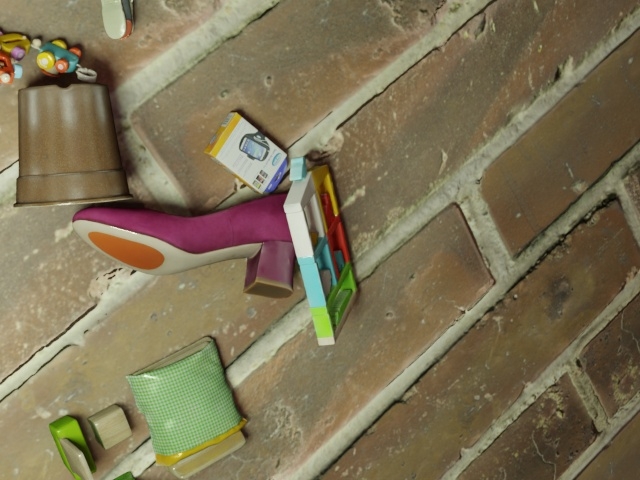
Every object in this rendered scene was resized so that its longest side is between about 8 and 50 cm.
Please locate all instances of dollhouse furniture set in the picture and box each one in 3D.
[{"bbox_3d":[-0.237,0.311,1.615,0.301,0.151,0.198,-27,113,-26],"label":"dollhouse furniture set"}]

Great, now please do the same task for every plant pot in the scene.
[{"bbox_3d":[-0.356,-0.134,1.456,0.167,0.167,0.165,-8,96,-31],"label":"plant pot"}]

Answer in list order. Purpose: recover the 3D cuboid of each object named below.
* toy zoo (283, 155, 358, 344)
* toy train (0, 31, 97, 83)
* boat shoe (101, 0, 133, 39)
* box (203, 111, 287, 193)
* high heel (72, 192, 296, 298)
[{"bbox_3d":[0.000,0.000,1.707,0.192,0.030,0.293,-57,137,-64],"label":"toy zoo"},{"bbox_3d":[-0.402,-0.238,1.433,0.166,0.125,0.046,1,131,-37],"label":"toy train"},{"bbox_3d":[-0.297,-0.363,1.511,0.043,0.049,0.137,-37,124,-70],"label":"boat shoe"},{"bbox_3d":[-0.116,-0.137,1.681,0.136,0.028,0.081,39,78,-34],"label":"box"},{"bbox_3d":[-0.201,-0.034,1.626,0.377,0.127,0.181,19,60,-30],"label":"high heel"}]
